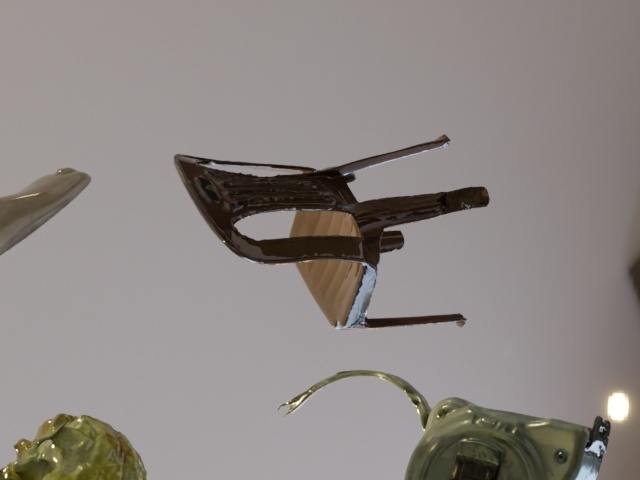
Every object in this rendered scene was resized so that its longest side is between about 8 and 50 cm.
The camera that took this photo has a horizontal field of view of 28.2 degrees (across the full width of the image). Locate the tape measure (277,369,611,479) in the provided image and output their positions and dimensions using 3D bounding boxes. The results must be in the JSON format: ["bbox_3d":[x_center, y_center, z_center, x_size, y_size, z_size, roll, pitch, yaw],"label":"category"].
[{"bbox_3d":[0.071,0.193,1.082,0.084,0.330,0.164,38,-118,-53],"label":"tape measure"}]

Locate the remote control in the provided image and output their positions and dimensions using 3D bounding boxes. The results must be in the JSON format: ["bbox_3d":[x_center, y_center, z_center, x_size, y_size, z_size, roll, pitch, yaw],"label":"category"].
[{"bbox_3d":[-0.310,-0.024,1.245,0.229,0.073,0.044,-50,-53,-53],"label":"remote control"}]

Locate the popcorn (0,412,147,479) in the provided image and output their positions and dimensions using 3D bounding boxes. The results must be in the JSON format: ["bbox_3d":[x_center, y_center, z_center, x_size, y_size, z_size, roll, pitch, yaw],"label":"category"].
[{"bbox_3d":[-0.286,0.291,1.402,0.212,0.198,0.198,-22,-77,-38],"label":"popcorn"}]

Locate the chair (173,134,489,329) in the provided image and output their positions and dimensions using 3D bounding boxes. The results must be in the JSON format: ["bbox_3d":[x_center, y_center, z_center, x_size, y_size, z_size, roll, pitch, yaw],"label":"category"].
[{"bbox_3d":[0.000,0.000,1.356,0.326,0.175,0.183,-6,-49,-25],"label":"chair"}]
